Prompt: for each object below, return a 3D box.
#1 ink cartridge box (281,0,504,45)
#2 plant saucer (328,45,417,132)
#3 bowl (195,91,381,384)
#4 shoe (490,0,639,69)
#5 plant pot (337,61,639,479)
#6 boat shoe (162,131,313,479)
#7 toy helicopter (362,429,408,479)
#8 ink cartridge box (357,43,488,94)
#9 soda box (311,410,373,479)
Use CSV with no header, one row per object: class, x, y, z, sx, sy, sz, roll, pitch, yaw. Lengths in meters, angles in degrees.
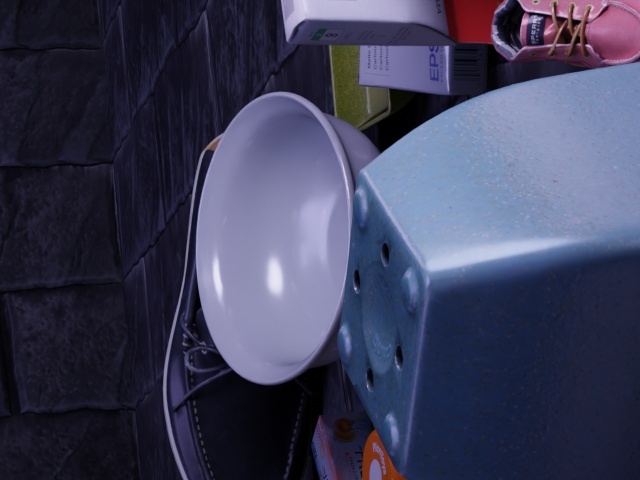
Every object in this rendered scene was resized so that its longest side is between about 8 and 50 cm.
ink cartridge box,0.072,-0.245,1.389,0.056,0.224,0.181,136,129,-65
plant saucer,0.055,-0.204,1.785,0.188,0.045,0.188,157,109,-73
bowl,0.000,0.000,1.789,0.298,0.134,0.298,-6,83,57
shoe,0.186,-0.148,1.261,0.178,0.081,0.063,-149,58,-71
plant pot,0.151,0.041,1.111,0.248,0.252,0.247,-119,31,-56
boat shoe,-0.089,0.112,2.112,0.156,0.186,0.500,-167,80,-80
toy helicopter,0.107,0.058,1.493,0.235,0.140,0.355,107,157,-46
ink cartridge box,0.078,-0.248,1.600,0.224,0.045,0.223,15,105,61
soda box,0.040,0.276,1.903,0.063,0.058,0.183,105,157,-47
